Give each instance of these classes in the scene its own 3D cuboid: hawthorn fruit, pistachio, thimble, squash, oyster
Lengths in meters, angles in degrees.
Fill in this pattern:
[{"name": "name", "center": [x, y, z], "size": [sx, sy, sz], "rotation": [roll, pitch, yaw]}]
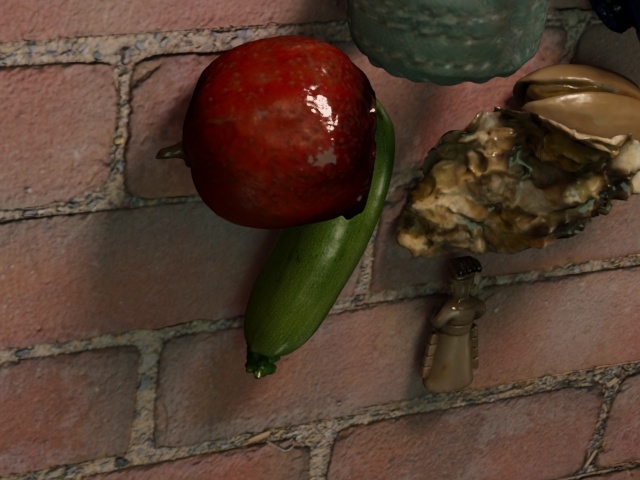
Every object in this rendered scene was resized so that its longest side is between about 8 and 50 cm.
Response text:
[{"name": "hawthorn fruit", "center": [-0.058, -0.118, 1.823], "size": [0.250, 0.215, 0.215], "rotation": [-12, 131, 6]}, {"name": "pistachio", "center": [0.338, -0.152, 2.066], "size": [0.226, 0.136, 0.135], "rotation": [16, 114, -30]}, {"name": "thimble", "center": [0.135, -0.274, 1.816], "size": [0.235, 0.198, 0.143], "rotation": [6, 127, 2]}, {"name": "squash", "center": [0.000, 0.000, 2.000], "size": [0.107, 0.107, 0.395], "rotation": [9, 117, -33]}, {"name": "oyster", "center": [0.245, -0.060, 2.025], "size": [0.351, 0.114, 0.238], "rotation": [-20, 140, 29]}]

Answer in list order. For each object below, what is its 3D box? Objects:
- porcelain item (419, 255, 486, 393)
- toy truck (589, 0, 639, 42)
[{"name": "porcelain item", "center": [0.179, 0.107, 2.211], "size": [0.084, 0.054, 0.213], "rotation": [-14, 130, -23]}, {"name": "toy truck", "center": [0.406, -0.317, 1.940], "size": [0.161, 0.177, 0.213], "rotation": [-34, 133, -1]}]
